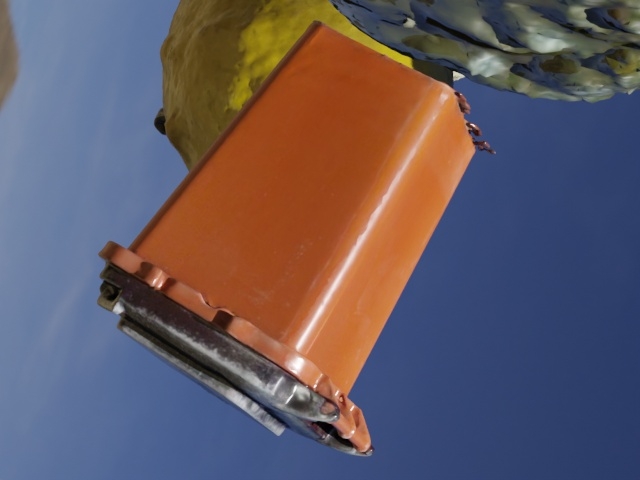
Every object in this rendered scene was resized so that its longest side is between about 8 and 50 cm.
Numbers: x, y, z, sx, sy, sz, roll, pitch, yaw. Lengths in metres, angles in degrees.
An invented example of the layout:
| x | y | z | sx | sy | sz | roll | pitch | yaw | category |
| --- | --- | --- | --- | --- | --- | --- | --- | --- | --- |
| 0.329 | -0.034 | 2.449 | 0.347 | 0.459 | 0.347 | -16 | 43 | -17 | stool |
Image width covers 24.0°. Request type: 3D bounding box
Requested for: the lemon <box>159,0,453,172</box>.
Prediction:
| x | y | z | sx | sy | sz | roll | pitch | yaw | category |
| --- | --- | --- | --- | --- | --- | --- | --- | --- | --- |
| -0.010 | -0.130 | 1.333 | 0.285 | 0.285 | 0.316 | 140 | -51 | -58 | lemon |

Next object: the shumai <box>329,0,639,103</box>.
| x | y | z | sx | sy | sz | roll | pitch | yaw | category |
| --- | --- | --- | --- | --- | --- | --- | --- | --- | --- |
| 0.006 | -0.135 | 0.339 | 0.256 | 0.218 | 0.189 | 88 | -1 | -56 | shumai |

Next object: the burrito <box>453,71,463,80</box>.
| x | y | z | sx | sy | sz | roll | pitch | yaw | category |
| --- | --- | --- | --- | --- | --- | --- | --- | --- | --- |
| 0.171 | -0.262 | 1.688 | 0.332 | 0.190 | 0.135 | -12 | -130 | 19 | burrito |

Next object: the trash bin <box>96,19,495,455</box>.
| x | y | z | sx | sy | sz | roll | pitch | yaw | category |
| --- | --- | --- | --- | --- | --- | --- | --- | --- | --- |
| 0.000 | 0.000 | 0.956 | 0.239 | 0.184 | 0.161 | -55 | 158 | -8 | trash bin |

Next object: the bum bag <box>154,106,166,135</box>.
| x | y | z | sx | sy | sz | roll | pitch | yaw | category |
| --- | --- | --- | --- | --- | --- | --- | --- | --- | --- |
| -0.027 | -0.074 | 1.565 | 0.137 | 0.310 | 0.074 | -45 | 168 | -37 | bum bag |
